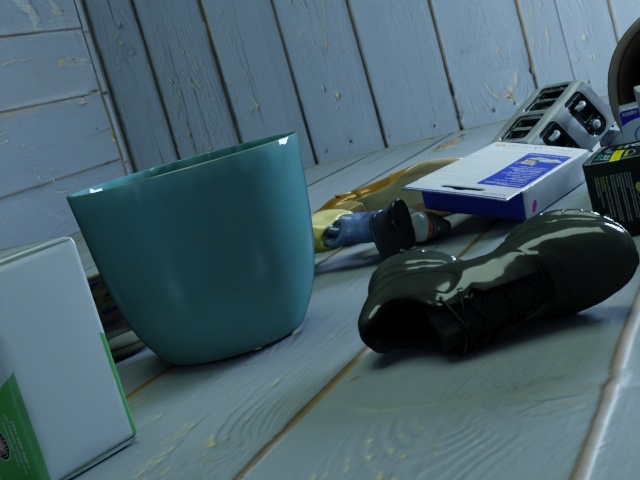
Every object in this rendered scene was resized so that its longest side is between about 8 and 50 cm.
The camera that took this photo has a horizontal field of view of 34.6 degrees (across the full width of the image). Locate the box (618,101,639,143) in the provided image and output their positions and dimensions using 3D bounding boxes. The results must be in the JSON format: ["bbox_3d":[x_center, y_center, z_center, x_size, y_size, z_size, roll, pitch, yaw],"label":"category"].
[{"bbox_3d":[0.498,-0.136,1.452,0.126,0.137,0.072,-13,10,18],"label":"box"}]

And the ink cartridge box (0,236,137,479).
[{"bbox_3d":[-0.344,0.126,1.024,0.289,0.211,0.121,-10,12,40],"label":"ink cartridge box"}]

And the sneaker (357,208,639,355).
[{"bbox_3d":[0.166,0.057,0.994,0.286,0.109,0.130,-19,16,27],"label":"sneaker"}]

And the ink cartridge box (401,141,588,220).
[{"bbox_3d":[0.292,-0.093,1.665,0.175,0.069,0.371,9,18,31],"label":"ink cartridge box"}]

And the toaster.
[{"bbox_3d":[0.431,-0.202,1.914,0.168,0.110,0.185,-48,16,-11],"label":"toaster"}]

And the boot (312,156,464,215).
[{"bbox_3d":[0.126,-0.081,1.884,0.295,0.104,0.211,-22,10,-13],"label":"boot"}]

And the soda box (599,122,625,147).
[{"bbox_3d":[0.566,-0.180,1.866,0.058,0.063,0.183,-16,9,-4],"label":"soda box"}]

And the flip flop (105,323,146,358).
[{"bbox_3d":[-0.324,0.137,1.351,0.112,0.080,0.277,-7,12,44],"label":"flip flop"}]

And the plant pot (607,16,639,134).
[{"bbox_3d":[0.595,-0.256,1.660,0.263,0.263,0.229,-13,6,16],"label":"plant pot"}]

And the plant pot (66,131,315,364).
[{"bbox_3d":[-0.137,0.015,1.278,0.293,0.235,0.293,-16,8,2],"label":"plant pot"}]

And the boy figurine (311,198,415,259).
[{"bbox_3d":[0.000,0.000,1.626,0.285,0.092,0.177,-11,13,36],"label":"boy figurine"}]

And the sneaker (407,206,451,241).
[{"bbox_3d":[0.159,-0.023,1.652,0.064,0.061,0.158,-1,10,-20],"label":"sneaker"}]

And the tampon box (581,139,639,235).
[{"bbox_3d":[0.430,-0.075,1.294,0.161,0.102,0.120,-11,10,28],"label":"tampon box"}]

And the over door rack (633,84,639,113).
[{"bbox_3d":[0.478,-0.077,1.048,0.239,0.108,0.324,-14,34,14],"label":"over door rack"}]

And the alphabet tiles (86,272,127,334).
[{"bbox_3d":[-0.306,0.098,1.412,0.237,0.009,0.198,-20,-28,-30],"label":"alphabet tiles"}]
